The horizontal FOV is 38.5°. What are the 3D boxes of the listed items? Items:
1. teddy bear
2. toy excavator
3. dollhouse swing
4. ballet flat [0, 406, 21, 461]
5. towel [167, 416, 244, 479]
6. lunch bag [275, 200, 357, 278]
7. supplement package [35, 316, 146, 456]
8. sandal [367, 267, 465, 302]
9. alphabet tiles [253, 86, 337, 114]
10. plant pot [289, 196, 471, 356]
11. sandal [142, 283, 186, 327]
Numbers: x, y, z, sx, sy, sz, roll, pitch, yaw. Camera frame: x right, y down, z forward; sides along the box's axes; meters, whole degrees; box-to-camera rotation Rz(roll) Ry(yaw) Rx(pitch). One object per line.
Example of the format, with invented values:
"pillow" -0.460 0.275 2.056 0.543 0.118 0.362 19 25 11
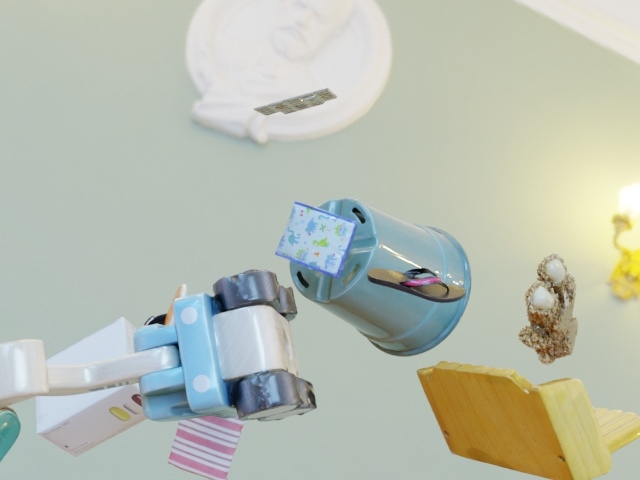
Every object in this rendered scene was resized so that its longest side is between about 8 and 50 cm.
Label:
"teddy bear" 0.571 0.175 2.318 0.113 0.245 0.338 8 -16 28
"toy excavator" -0.262 0.205 1.454 0.433 0.445 0.222 57 19 -74
"dollhouse swing" 0.465 0.331 1.955 0.347 0.305 0.315 -2 -64 55
"ballet flat" -0.616 0.402 1.461 0.123 0.348 0.123 16 -42 15
"towel" -0.238 0.410 1.976 0.144 0.197 0.029 16 -2 18
"lunch bag" 0.000 0.000 1.949 0.151 0.129 0.096 19 0 37
"supplement package" -0.524 0.346 2.166 0.145 0.262 0.204 51 13 -44
"sandal" 0.172 0.071 1.637 0.179 0.067 0.040 14 -69 6
"alphabet tiles" -0.059 -0.361 2.423 0.237 0.198 0.009 -16 91 -82
"plant pot" 0.124 0.070 2.176 0.341 0.341 0.334 14 -9 45
"sandal" -0.436 0.223 2.473 0.076 0.265 0.102 20 17 -15
